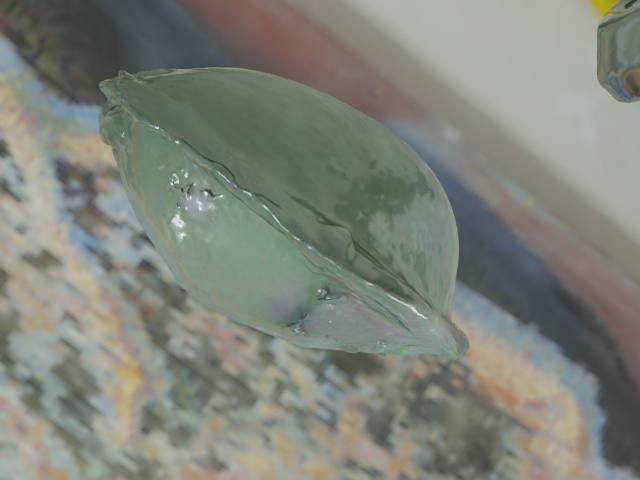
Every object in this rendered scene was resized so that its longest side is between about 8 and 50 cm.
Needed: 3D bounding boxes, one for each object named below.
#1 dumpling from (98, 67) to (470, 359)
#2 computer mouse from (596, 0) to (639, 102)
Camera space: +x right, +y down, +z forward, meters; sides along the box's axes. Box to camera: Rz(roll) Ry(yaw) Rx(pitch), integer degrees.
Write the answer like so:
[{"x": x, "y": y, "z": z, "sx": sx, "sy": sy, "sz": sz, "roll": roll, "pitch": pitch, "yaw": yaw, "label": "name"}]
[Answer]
[{"x": -0.008, "y": 0.004, "z": 0.818, "sx": 0.216, "sy": 0.149, "sz": 0.105, "roll": 36, "pitch": 121, "yaw": -25, "label": "dumpling"}, {"x": 0.247, "y": -0.132, "z": 0.824, "sx": 0.095, "sy": 0.197, "sz": 0.331, "roll": 55, "pitch": 157, "yaw": -4, "label": "computer mouse"}]
